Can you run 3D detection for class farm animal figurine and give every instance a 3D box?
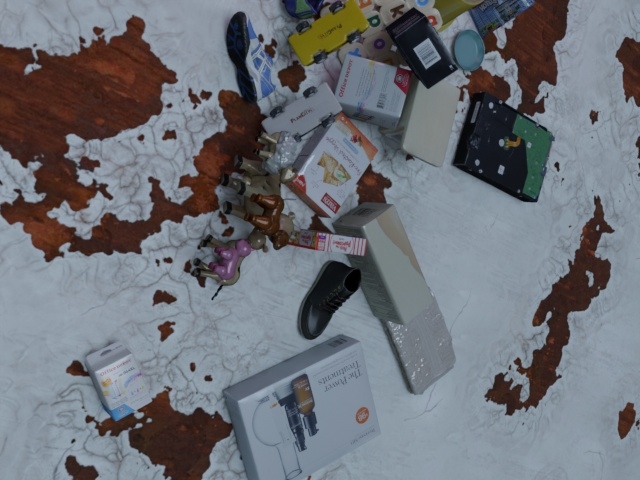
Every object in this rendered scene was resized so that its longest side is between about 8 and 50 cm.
[{"bbox_3d":[-0.145,-0.051,1.634,0.172,0.330,0.327,19,56,-29],"label":"farm animal figurine"}]

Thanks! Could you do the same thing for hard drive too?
[{"bbox_3d":[0.568,-0.279,2.144,0.338,0.064,0.237,20,84,-31],"label":"hard drive"}]

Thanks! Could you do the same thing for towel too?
[{"bbox_3d":[0.292,0.295,2.037,0.187,0.049,0.282,-33,111,-26],"label":"towel"}]

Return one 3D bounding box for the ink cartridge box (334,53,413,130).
[{"bbox_3d":[0.129,-0.375,1.780,0.176,0.127,0.128,16,85,2],"label":"ink cartridge box"}]

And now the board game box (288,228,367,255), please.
[{"bbox_3d":[0.000,0.000,1.738,0.146,0.193,0.045,7,91,-32],"label":"board game box"}]

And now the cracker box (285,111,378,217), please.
[{"bbox_3d":[0.027,-0.194,1.810,0.155,0.067,0.232,41,74,-28],"label":"cracker box"}]

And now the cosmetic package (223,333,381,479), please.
[{"bbox_3d":[-0.038,0.450,1.820,0.377,0.097,0.285,-22,109,-29],"label":"cosmetic package"}]

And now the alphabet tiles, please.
[{"bbox_3d":[0.155,-0.567,1.783,0.277,0.021,0.284,-22,116,13],"label":"alphabet tiles"}]

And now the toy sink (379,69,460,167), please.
[{"bbox_3d":[0.263,-0.325,1.909,0.152,0.131,0.234,19,80,-32],"label":"toy sink"}]

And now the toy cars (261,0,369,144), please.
[{"bbox_3d":[-0.011,-0.398,1.703,0.176,0.087,0.394,19,93,4],"label":"toy cars"}]

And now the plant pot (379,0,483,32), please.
[{"bbox_3d":[0.312,-0.681,1.841,0.253,0.239,0.254,-3,96,-31],"label":"plant pot"}]

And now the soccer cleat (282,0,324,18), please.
[{"bbox_3d":[0.016,-0.665,1.716,0.093,0.121,0.289,38,77,-47],"label":"soccer cleat"}]

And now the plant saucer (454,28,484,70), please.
[{"bbox_3d":[0.432,-0.558,2.055,0.119,0.021,0.120,-3,96,-32],"label":"plant saucer"}]

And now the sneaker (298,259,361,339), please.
[{"bbox_3d":[0.022,0.158,1.812,0.083,0.118,0.222,26,81,-31],"label":"sneaker"}]

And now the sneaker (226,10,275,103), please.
[{"bbox_3d":[-0.164,-0.439,1.667,0.081,0.080,0.211,-27,118,-34],"label":"sneaker"}]

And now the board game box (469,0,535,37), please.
[{"bbox_3d":[0.480,-0.705,1.997,0.060,0.194,0.194,-44,101,-22],"label":"board game box"}]

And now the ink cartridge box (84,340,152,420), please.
[{"bbox_3d":[-0.450,0.305,1.546,0.092,0.090,0.143,-27,109,-27],"label":"ink cartridge box"}]

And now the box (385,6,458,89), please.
[{"bbox_3d":[0.247,-0.475,1.726,0.093,0.158,0.156,-33,113,12],"label":"box"}]

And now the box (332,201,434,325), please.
[{"bbox_3d":[0.170,0.062,1.882,0.121,0.148,0.311,-35,113,-25],"label":"box"}]
